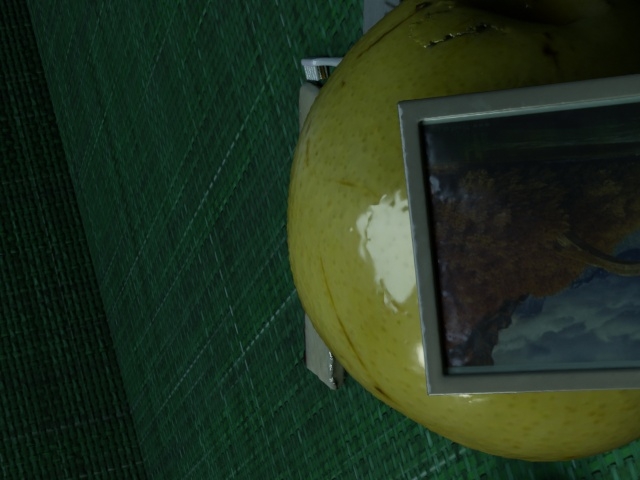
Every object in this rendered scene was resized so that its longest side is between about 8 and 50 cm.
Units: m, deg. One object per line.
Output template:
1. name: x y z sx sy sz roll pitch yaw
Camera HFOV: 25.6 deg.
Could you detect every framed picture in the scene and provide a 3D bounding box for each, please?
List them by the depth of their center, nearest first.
1. framed picture: 0.169 -0.004 0.806 0.016 0.250 0.184 -15 -79 -66

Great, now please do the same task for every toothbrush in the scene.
1. toothbrush: 0.048 -0.193 1.588 0.342 0.025 0.030 -163 57 -67

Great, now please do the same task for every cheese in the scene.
1. cheese: 0.003 0.000 1.795 0.085 0.034 0.400 34 132 56

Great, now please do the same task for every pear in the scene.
1. pear: 0.142 -0.020 1.006 0.348 0.348 0.348 169 90 -69

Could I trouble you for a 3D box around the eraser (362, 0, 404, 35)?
1. eraser: 0.124 -0.201 1.314 0.352 0.077 0.111 -134 38 -56
